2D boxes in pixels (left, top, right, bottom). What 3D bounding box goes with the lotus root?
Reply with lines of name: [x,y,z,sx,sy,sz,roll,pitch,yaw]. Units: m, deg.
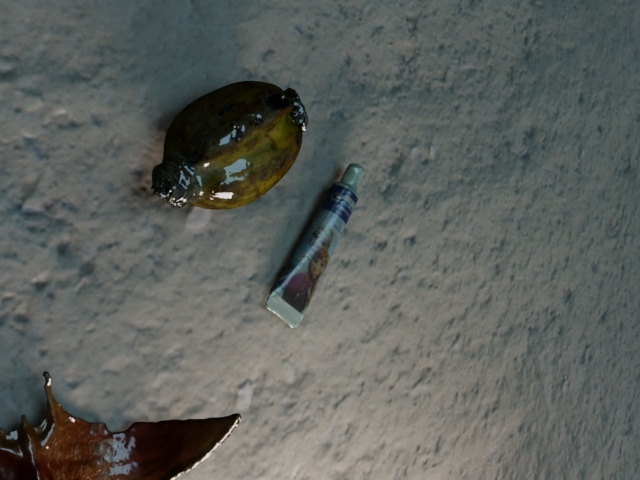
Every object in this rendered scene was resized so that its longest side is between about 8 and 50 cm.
lotus root: [-0.095,-0.096,0.877,0.209,0.120,0.120,-38,114,-35]

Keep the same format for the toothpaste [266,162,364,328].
toothpaste: [0.000,0.000,1.014,0.062,0.037,0.216,41,68,-36]

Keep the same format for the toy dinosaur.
toy dinosaur: [-0.246,0.220,0.732,0.327,0.113,0.206,21,75,-38]
